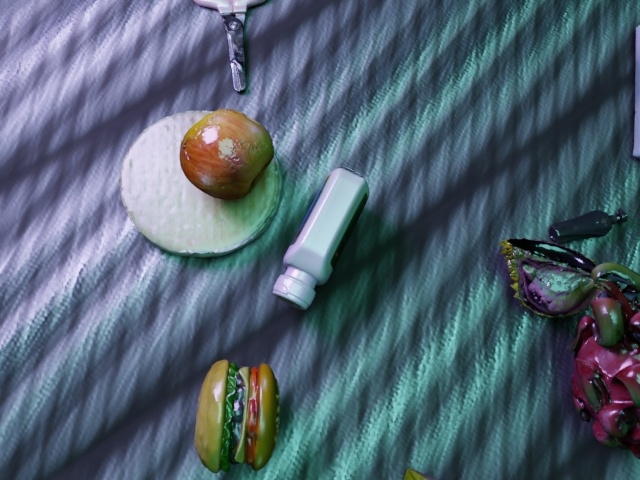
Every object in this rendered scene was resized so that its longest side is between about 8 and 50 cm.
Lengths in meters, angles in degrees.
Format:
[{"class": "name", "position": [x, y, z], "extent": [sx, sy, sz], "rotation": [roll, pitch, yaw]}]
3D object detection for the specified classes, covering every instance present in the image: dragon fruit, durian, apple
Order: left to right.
[{"class": "apple", "position": [-0.146, -0.132, 0.858], "extent": [0.147, 0.146, 0.146], "rotation": [1, 75, -4]}, {"class": "durian", "position": [0.366, 0.065, 0.923], "extent": [0.187, 0.119, 0.108], "rotation": [18, 112, 4]}, {"class": "dragon fruit", "position": [0.455, 0.181, 0.804], "extent": [0.218, 0.272, 0.198], "rotation": [-38, 45, -17]}]

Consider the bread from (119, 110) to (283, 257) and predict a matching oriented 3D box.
[{"class": "bread", "position": [-0.195, -0.094, 0.938], "extent": [0.267, 0.040, 0.266], "rotation": [1, 76, -4]}]

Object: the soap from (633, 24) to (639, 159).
[{"class": "soap", "position": [0.696, -0.304, 1.022], "extent": [0.208, 0.115, 0.346], "rotation": [10, 74, -2]}]

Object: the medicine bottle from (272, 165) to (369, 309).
[{"class": "medicine bottle", "position": [0.000, 0.000, 0.889], "extent": [0.078, 0.115, 0.219], "rotation": [26, 75, 2]}]

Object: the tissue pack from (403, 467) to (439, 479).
[{"class": "tissue pack", "position": [0.172, 0.480, 0.747], "extent": [0.201, 0.167, 0.274], "rotation": [23, 75, 2]}]

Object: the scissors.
[{"class": "scissors", "position": [-0.159, -0.416, 1.035], "extent": [0.160, 0.024, 0.317], "rotation": [-6, 76, -6]}]

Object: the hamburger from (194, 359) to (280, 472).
[{"class": "hamburger", "position": [-0.116, 0.248, 0.799], "extent": [0.115, 0.162, 0.161], "rotation": [6, 75, -8]}]

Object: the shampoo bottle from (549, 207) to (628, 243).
[{"class": "shampoo bottle", "position": [0.464, -0.026, 0.975], "extent": [0.137, 0.027, 0.048], "rotation": [-13, 79, -8]}]
